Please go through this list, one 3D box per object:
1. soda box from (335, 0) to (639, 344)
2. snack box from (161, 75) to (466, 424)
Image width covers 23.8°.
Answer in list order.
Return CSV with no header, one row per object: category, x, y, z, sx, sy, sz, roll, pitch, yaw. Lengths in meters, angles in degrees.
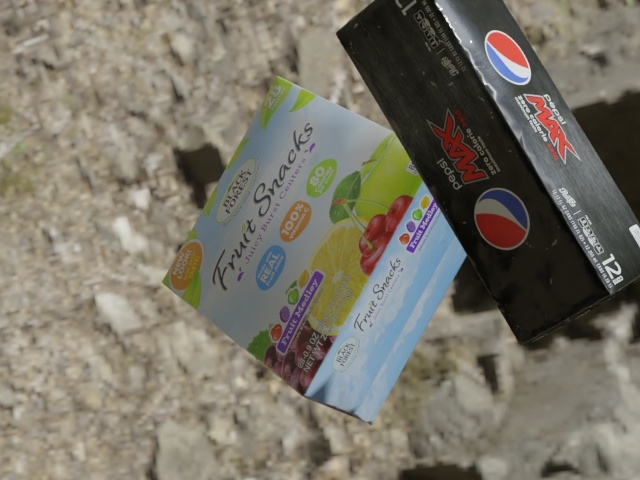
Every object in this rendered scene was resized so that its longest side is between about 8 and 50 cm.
soda box,0.080,-0.042,0.686,0.053,0.060,0.169,-23,81,-48
snack box,0.000,0.000,1.021,0.070,0.207,0.174,27,92,-36
